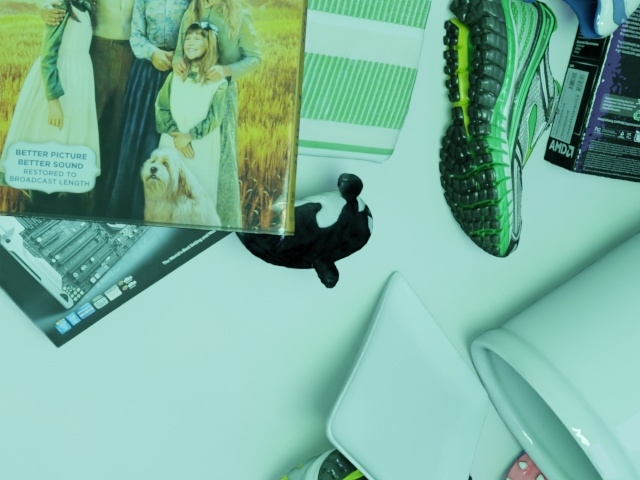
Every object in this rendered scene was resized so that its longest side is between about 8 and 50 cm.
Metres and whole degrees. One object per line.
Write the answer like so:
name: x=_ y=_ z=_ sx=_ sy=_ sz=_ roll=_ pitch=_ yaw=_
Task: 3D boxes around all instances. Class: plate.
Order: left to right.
plate: x=0.117 y=0.230 z=1.143 sx=0.278 sy=0.045 sz=0.277 roll=52 pitch=43 yaw=-25

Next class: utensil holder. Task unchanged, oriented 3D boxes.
utensil holder: x=0.454 y=0.162 z=1.171 sx=0.386 sy=0.327 sz=0.327 roll=-35 pitch=117 yaw=-8

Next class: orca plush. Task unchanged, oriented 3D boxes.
orca plush: x=0.000 y=0.000 z=0.975 sx=0.151 sy=0.287 sz=0.102 roll=-35 pitch=75 yaw=9

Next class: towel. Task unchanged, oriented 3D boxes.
towel: x=0.013 y=-0.259 z=1.014 sx=0.248 sy=0.038 sz=0.324 roll=3 pitch=105 yaw=-23

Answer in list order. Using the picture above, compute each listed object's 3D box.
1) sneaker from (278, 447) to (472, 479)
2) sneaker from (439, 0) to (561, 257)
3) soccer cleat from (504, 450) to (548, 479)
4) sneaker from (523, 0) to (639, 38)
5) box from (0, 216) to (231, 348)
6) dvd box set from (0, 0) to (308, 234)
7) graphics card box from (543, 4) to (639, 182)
sneaker: x=0.091 y=0.364 z=1.219 sx=0.385 sy=0.147 sz=0.145 roll=29 pitch=53 yaw=-40
sneaker: x=0.245 y=-0.140 z=1.092 sx=0.146 sy=0.134 sz=0.343 roll=-7 pitch=110 yaw=-21
soccer cleat: x=0.378 y=0.323 z=1.348 sx=0.248 sy=0.083 sz=0.095 roll=-48 pitch=152 yaw=-8
sneaker: x=0.254 y=-0.353 z=0.995 sx=0.296 sy=0.112 sz=0.131 roll=33 pitch=89 yaw=-5
box: x=-0.236 y=-0.064 z=0.934 sx=0.308 sy=0.076 sz=0.242 roll=-33 pitch=117 yaw=0
dvd box set: x=-0.163 y=-0.222 z=0.812 sx=0.308 sy=0.062 sz=0.420 roll=5 pitch=90 yaw=2
graphics card box: x=0.463 y=-0.260 z=1.151 sx=0.233 sy=0.094 sz=0.370 roll=6 pitch=104 yaw=-17
